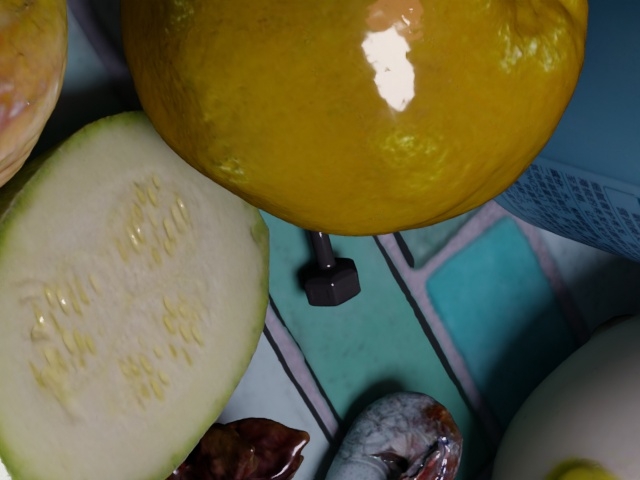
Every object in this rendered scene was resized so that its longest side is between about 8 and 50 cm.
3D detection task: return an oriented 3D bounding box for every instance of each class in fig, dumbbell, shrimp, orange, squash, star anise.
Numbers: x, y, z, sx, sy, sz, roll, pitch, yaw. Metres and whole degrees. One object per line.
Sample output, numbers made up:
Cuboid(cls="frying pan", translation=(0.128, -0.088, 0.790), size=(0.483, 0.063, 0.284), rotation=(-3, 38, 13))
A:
Cuboid(cls="fig", translation=(-0.177, -0.120, 1.010), size=(0.257, 0.159, 0.159), rotation=(-45, 125, -38))
Cuboid(cls="dumbbell", translation=(0.000, 0.000, 1.214), size=(0.040, 0.036, 0.083), rotation=(-27, 116, -27))
Cuboid(cls="shrimp", translation=(0.025, 0.208, 1.266), size=(0.232, 0.079, 0.090), rotation=(-67, 165, 1))
Cuboid(cls="orange", translation=(0.016, -0.137, 1.059), size=(0.279, 0.235, 0.279), rotation=(16, 70, -53))
Cuboid(cls="squash", translation=(-0.113, 0.036, 1.049), size=(0.260, 0.189, 0.189), rotation=(-33, 119, -20))
Cuboid(cls="star anise", translation=(-0.080, 0.143, 1.134), size=(0.168, 0.168, 0.057), rotation=(-23, 90, -29))

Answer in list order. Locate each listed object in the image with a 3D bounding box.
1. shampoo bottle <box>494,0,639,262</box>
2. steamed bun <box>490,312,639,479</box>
Cuboid(cls="shampoo bottle", translation=(0.290, -0.126, 1.198), size=(0.331, 0.343, 0.331), rotation=(-9, 107, -34))
Cuboid(cls="steamed bun", translation=(0.299, 0.182, 1.278), size=(0.374, 0.334, 0.333), rotation=(-14, 114, 2))
